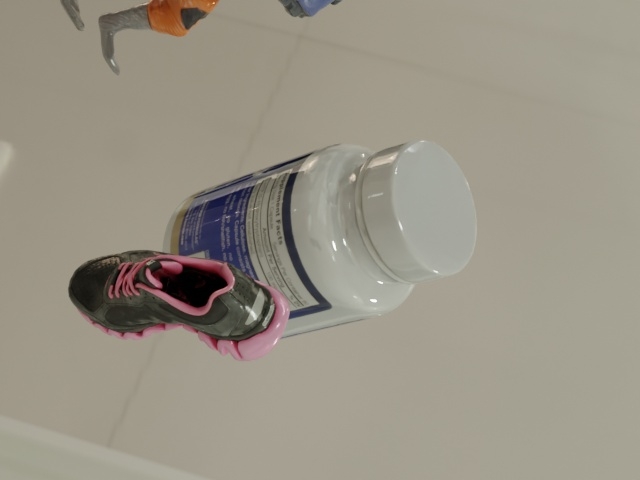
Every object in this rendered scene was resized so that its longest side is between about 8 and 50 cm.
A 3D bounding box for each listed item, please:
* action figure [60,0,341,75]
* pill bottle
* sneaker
[{"bbox_3d":[-0.108,-0.315,1.308,0.330,0.178,0.341,-33,160,-1],"label":"action figure"},{"bbox_3d":[0.000,0.000,0.866,0.112,0.187,0.112,20,63,-45],"label":"pill bottle"},{"bbox_3d":[-0.074,0.021,0.636,0.057,0.119,0.047,45,56,-53],"label":"sneaker"}]
